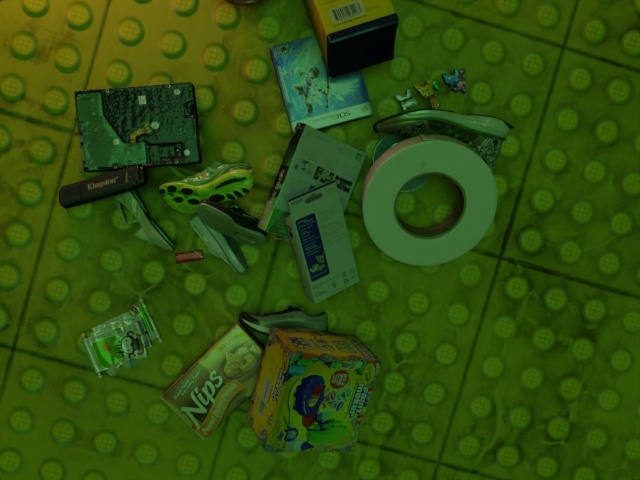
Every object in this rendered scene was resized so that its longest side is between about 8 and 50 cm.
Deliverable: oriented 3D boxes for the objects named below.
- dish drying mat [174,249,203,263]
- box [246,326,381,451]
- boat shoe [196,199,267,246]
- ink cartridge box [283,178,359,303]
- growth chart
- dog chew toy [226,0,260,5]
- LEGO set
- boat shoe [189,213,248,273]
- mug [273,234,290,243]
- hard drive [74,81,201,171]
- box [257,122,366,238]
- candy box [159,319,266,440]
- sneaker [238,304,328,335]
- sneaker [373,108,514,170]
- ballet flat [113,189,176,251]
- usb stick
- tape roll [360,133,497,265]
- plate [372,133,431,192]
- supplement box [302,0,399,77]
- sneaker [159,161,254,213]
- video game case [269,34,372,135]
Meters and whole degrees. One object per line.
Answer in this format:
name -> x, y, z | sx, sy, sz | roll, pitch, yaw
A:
dish drying mat -> -0.392, 0.048, 1.904 | 0.083, 0.008, 0.032 | -9, 94, -3
box -> -0.022, 0.419, 1.789 | 0.279, 0.177, 0.289 | 9, 104, -28
boat shoe -> -0.255, -0.060, 1.833 | 0.233, 0.084, 0.079 | 28, 49, -32
ink cartridge box -> 0.000, 0.000, 1.818 | 0.166, 0.065, 0.332 | -24, 115, -23
growth chart -> -0.592, 0.300, 1.901 | 0.237, 0.021, 0.171 | -29, 95, -1
dog chew toy -> -0.232, -0.840, 1.782 | 0.207, 0.206, 0.331 | -10, 86, -2
LEGO set -> 0.343, -0.431, 1.879 | 0.227, 0.087, 0.093 | -22, 93, -1
boat shoe -> -0.301, 0.013, 1.880 | 0.076, 0.083, 0.226 | -36, 82, 11
mug -> -0.096, -0.025, 1.898 | 0.062, 0.078, 0.064 | -22, 104, -34
hard drive -> -0.527, -0.327, 1.852 | 0.339, 0.064, 0.236 | -6, 93, -3
box -> -0.021, -0.147, 1.838 | 0.232, 0.058, 0.321 | 21, 90, -33
candy box -> -0.294, 0.411, 1.886 | 0.316, 0.087, 0.183 | -44, 94, 0
sneaker -> -0.107, 0.239, 1.891 | 0.272, 0.100, 0.107 | 10, 83, -9
sneaker -> 0.354, -0.279, 1.843 | 0.411, 0.158, 0.181 | 5, 94, -7
ballet flat -> -0.520, -0.053, 1.858 | 0.086, 0.086, 0.248 | -35, 85, -1
usb stick -> -0.624, -0.155, 1.826 | 0.278, 0.045, 0.077 | -13, 60, 12
tape roll -> 0.309, -0.112, 1.830 | 0.393, 0.072, 0.391 | -1, 115, -2
plate -> 0.249, -0.238, 1.914 | 0.188, 0.024, 0.188 | 0, 92, -4
supplement box -> 0.062, -0.671, 1.756 | 0.195, 0.194, 0.356 | -18, 77, -3
sneaker -> -0.325, -0.158, 1.856 | 0.296, 0.123, 0.109 | -9, 121, 14
video game case -> 0.002, -0.466, 1.874 | 0.245, 0.061, 0.269 | -16, 93, -3
